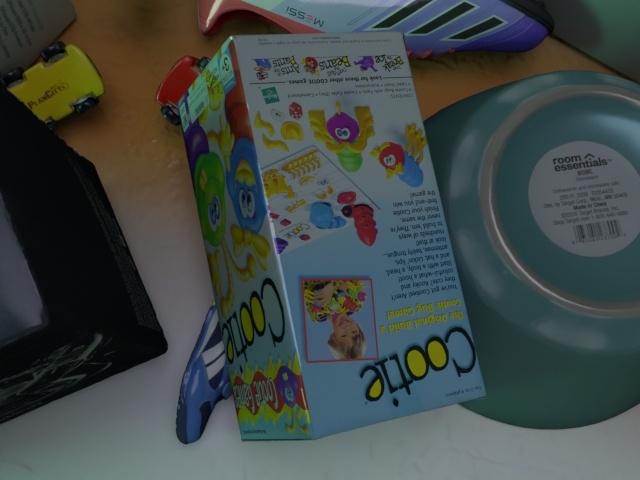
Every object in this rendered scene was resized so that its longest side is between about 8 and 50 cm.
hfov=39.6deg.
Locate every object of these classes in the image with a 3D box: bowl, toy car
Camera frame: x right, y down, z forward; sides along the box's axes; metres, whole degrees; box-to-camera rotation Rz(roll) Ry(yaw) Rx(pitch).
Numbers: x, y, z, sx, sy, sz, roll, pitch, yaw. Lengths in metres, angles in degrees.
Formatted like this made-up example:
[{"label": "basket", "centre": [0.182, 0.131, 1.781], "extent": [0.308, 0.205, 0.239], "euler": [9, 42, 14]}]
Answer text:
[{"label": "bowl", "centre": [0.199, -0.010, 0.715], "extent": [0.312, 0.163, 0.311], "euler": [1, 75, -5]}, {"label": "toy car", "centre": [-0.158, -0.189, 0.754], "extent": [0.239, 0.053, 0.225], "euler": [3, 107, -3]}]

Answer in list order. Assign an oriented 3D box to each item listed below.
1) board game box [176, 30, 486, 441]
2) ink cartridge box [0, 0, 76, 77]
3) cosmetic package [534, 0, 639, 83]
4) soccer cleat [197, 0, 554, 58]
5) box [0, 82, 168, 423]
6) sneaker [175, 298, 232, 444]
[{"label": "board game box", "centre": [0.000, 0.000, 0.671], "extent": [0.144, 0.142, 0.275], "euler": [-8, 81, -27]}, {"label": "ink cartridge box", "centre": [-0.393, -0.171, 0.734], "extent": [0.223, 0.129, 0.307], "euler": [36, 75, 6]}, {"label": "cosmetic package", "centre": [0.340, -0.264, 0.806], "extent": [0.225, 0.138, 0.224], "euler": [32, 75, 4]}, {"label": "soccer cleat", "centre": [0.046, -0.204, 0.798], "extent": [0.318, 0.108, 0.116], "euler": [15, 93, -1]}, {"label": "box", "centre": [-0.311, 0.053, 0.563], "extent": [0.343, 0.312, 0.179], "euler": [-23, 80, -3]}, {"label": "sneaker", "centre": [-0.075, 0.099, 0.722], "extent": [0.059, 0.053, 0.144], "euler": [21, 75, 0]}]
